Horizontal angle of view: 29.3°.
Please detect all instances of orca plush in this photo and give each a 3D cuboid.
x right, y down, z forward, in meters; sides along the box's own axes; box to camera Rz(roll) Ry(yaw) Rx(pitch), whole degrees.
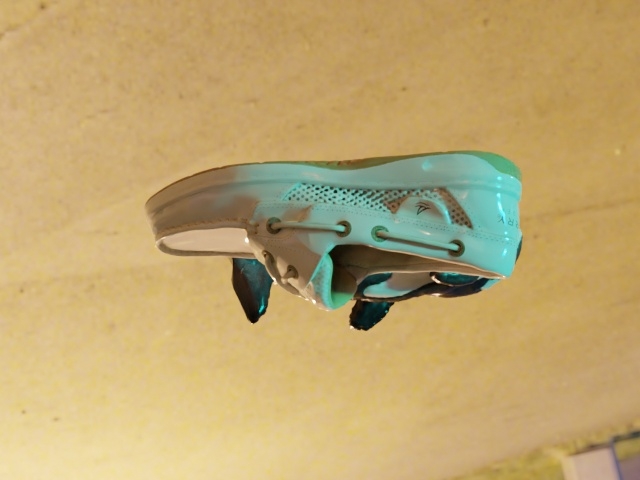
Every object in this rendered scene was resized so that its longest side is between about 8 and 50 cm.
[{"bbox_3d":[0.046,0.042,1.030,0.151,0.102,0.287,29,-151,37],"label":"orca plush"}]

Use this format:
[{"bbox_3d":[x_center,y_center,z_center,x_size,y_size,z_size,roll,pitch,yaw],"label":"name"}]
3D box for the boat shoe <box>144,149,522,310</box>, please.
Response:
[{"bbox_3d":[0.000,0.000,0.841,0.277,0.096,0.098,-5,165,24],"label":"boat shoe"}]
